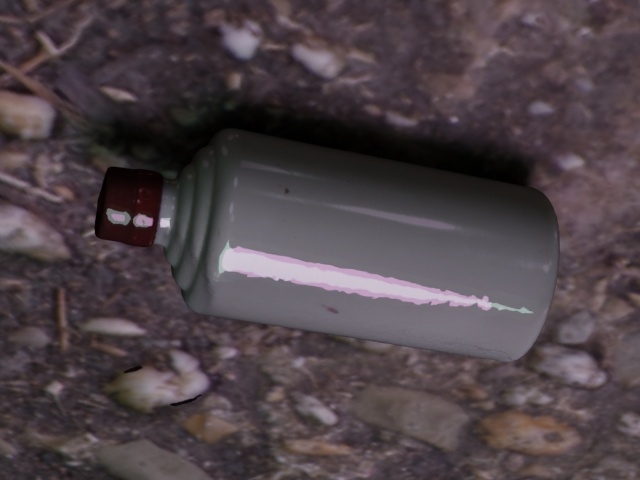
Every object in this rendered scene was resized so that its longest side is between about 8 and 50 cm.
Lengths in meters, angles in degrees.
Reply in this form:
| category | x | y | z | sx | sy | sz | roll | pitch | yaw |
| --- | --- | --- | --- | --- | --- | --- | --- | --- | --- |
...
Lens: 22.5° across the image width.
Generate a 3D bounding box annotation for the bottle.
| category | x | y | z | sx | sy | sz | roll | pitch | yaw |
| --- | --- | --- | --- | --- | --- | --- | --- | --- | --- |
| bottle | 0.000 | 0.000 | 0.878 | 0.245 | 0.104 | 0.104 | 10 | 136 | -14 |
